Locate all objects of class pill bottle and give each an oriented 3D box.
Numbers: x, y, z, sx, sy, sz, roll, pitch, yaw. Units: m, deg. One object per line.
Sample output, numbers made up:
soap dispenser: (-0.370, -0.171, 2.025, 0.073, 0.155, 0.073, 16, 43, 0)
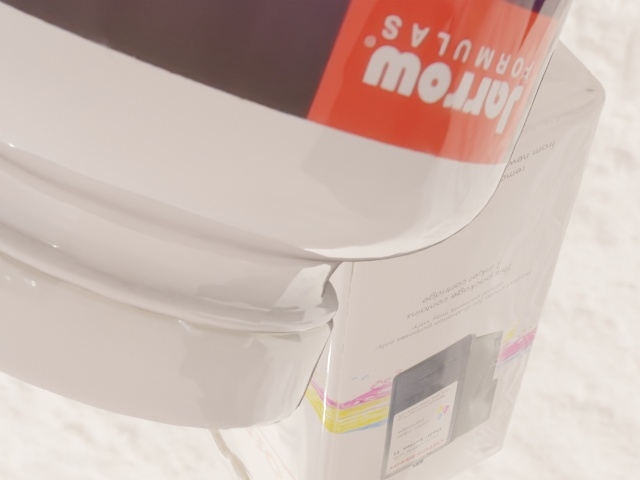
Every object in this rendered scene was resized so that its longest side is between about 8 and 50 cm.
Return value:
pill bottle: (-0.006, -0.122, 0.399, 0.181, 0.181, 0.323, 21, 102, 1)

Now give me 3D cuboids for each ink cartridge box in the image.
ink cartridge box: (0.000, 0.000, 0.734, 0.207, 0.119, 0.353, 54, 157, 28)
